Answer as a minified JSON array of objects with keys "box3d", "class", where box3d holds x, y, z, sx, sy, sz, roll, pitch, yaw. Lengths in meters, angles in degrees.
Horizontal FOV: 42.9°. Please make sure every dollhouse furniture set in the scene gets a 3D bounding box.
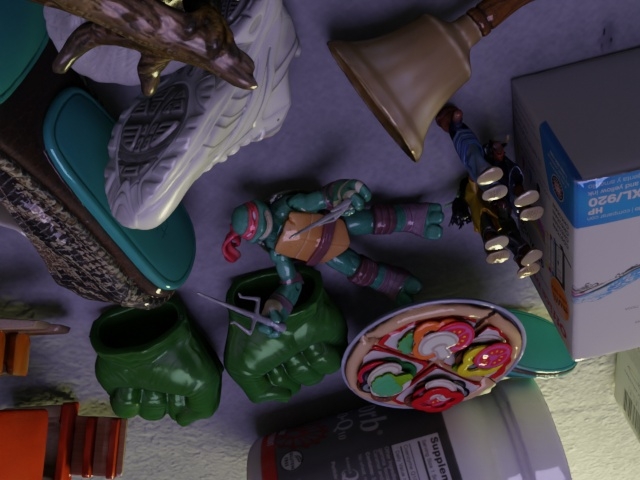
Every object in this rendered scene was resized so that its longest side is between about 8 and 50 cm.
[{"box3d":[-0.295,0.215,0.842,0.135,0.261,0.259,3,170,-1],"class":"dollhouse furniture set"}]

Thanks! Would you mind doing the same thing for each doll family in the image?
[{"box3d":[0.159,-0.052,0.779,0.076,0.111,0.193,-13,137,-1],"class":"doll family"}]

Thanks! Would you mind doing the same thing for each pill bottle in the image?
[{"box3d":[0.109,0.298,1.007,0.363,0.210,0.210,-17,132,4],"class":"pill bottle"}]

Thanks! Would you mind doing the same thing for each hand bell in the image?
[{"box3d":[0.137,-0.188,0.677,0.242,0.126,0.126,-38,128,4],"class":"hand bell"}]

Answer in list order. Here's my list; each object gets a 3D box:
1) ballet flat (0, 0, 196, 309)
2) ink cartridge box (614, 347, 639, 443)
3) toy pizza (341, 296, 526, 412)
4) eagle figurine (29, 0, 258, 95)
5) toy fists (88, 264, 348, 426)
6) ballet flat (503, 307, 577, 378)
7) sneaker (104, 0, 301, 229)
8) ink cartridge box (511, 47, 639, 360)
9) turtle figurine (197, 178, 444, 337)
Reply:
[{"box3d":[-0.258,-0.115,0.625,0.182,0.164,0.482,-2,136,18],"class":"ballet flat"},{"box3d":[0.534,0.117,0.982,0.310,0.130,0.271,-13,130,0],"class":"ink cartridge box"},{"box3d":[0.123,0.132,0.871,0.202,0.032,0.201,-5,138,-4],"class":"toy pizza"},{"box3d":[-0.069,-0.243,0.508,0.225,0.298,0.226,6,161,15],"class":"eagle figurine"},{"box3d":[-0.106,0.127,0.891,0.279,0.096,0.142,-14,133,0],"class":"toy fists"},{"box3d":[0.182,0.122,0.965,0.248,0.083,0.087,10,152,-19],"class":"ballet flat"},{"box3d":[-0.076,-0.098,0.642,0.232,0.090,0.115,-60,140,-13],"class":"sneaker"},{"box3d":[0.289,-0.034,0.773,0.168,0.171,0.232,-14,131,2],"class":"ink cartridge box"},{"box3d":[0.000,0.000,0.783,0.234,0.118,0.175,6,128,-31],"class":"turtle figurine"}]
